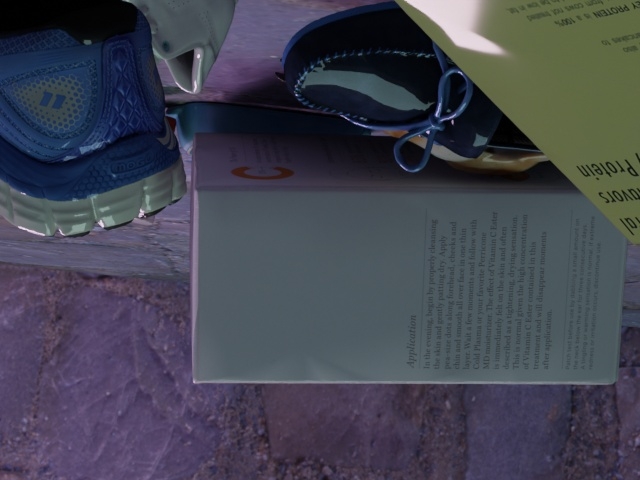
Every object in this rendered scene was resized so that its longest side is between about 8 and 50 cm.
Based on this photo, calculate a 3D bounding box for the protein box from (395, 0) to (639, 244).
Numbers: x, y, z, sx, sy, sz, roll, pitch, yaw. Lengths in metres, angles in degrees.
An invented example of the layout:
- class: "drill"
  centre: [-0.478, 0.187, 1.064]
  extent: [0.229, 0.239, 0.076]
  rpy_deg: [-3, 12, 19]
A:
- class: "protein box"
  centre: [0.150, -0.117, 0.727]
  extent: [0.201, 0.136, 0.200]
  rpy_deg: [43, 156, -22]

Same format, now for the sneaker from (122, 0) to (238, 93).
- class: "sneaker"
  centre: [-0.108, -0.147, 1.128]
  extent: [0.080, 0.094, 0.212]
  rpy_deg: [3, 166, 28]

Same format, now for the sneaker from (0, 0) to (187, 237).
- class: "sneaker"
  centre: [-0.180, -0.135, 1.040]
  extent: [0.130, 0.147, 0.330]
  rpy_deg: [-21, -141, -34]

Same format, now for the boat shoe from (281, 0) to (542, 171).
- class: "boat shoe"
  centre: [0.105, -0.102, 1.307]
  extent: [0.258, 0.089, 0.109]
  rpy_deg: [0, 147, -14]

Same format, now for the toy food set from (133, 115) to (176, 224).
- class: "toy food set"
  centre: [-0.196, -0.067, 1.732]
  extent: [0.111, 0.104, 0.232]
  rpy_deg: [14, 170, -15]

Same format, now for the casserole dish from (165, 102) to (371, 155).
- class: "casserole dish"
  centre: [-0.048, -0.092, 1.768]
  extent: [0.188, 0.037, 0.114]
  rpy_deg: [7, 172, -11]

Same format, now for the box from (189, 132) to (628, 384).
- class: "box"
  centre: [0.063, 0.011, 1.637]
  extent: [0.345, 0.168, 0.215]
  rpy_deg: [1, -166, -4]

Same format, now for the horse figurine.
- class: "horse figurine"
  centre: [0.119, -0.099, 1.494]
  extent: [0.263, 0.066, 0.174]
  rpy_deg: [14, 162, -36]
